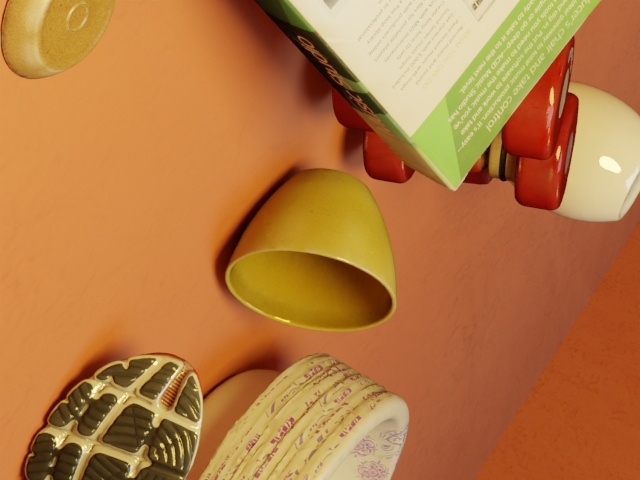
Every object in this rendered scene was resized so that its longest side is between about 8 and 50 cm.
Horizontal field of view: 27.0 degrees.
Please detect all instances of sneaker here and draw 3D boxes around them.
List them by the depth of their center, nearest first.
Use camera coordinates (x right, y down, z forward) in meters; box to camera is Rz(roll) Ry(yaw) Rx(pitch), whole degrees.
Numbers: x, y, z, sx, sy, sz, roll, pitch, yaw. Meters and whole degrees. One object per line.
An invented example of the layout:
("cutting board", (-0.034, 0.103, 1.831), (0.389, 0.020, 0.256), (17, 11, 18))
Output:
("sneaker", (-0.164, 0.191, 0.977), (0.279, 0.107, 0.118), (-63, 179, 17))

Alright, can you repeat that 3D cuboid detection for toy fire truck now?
("toy fire truck", (0.133, -0.176, 1.084), (0.302, 0.169, 0.253), (54, 49, -70))

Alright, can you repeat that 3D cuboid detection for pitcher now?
("pitcher", (0.227, -0.110, 1.309), (0.178, 0.207, 0.125), (-32, 147, -56))

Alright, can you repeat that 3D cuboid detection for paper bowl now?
("paper bowl", (-0.052, 0.229, 1.187), (0.284, 0.148, 0.284), (-49, 157, -29))

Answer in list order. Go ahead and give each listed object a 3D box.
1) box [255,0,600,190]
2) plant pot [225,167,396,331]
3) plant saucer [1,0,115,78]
("box", (0.065, -0.203, 0.802), (0.232, 0.058, 0.322), (-52, 136, -4))
("plant pot", (0.000, 0.000, 1.052), (0.134, 0.134, 0.095), (82, 17, -61))
("plant saucer", (-0.131, -0.119, 0.694), (0.083, 0.015, 0.083), (-49, 158, -29))
